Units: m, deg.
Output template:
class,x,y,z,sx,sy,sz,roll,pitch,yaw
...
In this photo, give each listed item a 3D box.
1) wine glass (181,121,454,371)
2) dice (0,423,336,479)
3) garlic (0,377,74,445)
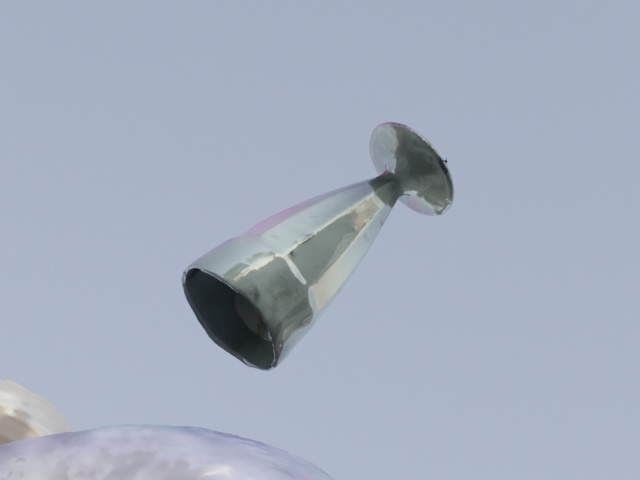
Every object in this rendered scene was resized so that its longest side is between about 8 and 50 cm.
class,x,y,z,sx,sy,sz,roll,pitch,yaw
wine glass,0.000,0.000,0.948,0.155,0.073,0.073,-41,-66,-30
dice,-0.091,0.250,0.654,0.270,0.270,0.271,-12,-36,-9
garlic,-0.282,0.176,0.952,0.281,0.184,0.203,-10,-38,26
